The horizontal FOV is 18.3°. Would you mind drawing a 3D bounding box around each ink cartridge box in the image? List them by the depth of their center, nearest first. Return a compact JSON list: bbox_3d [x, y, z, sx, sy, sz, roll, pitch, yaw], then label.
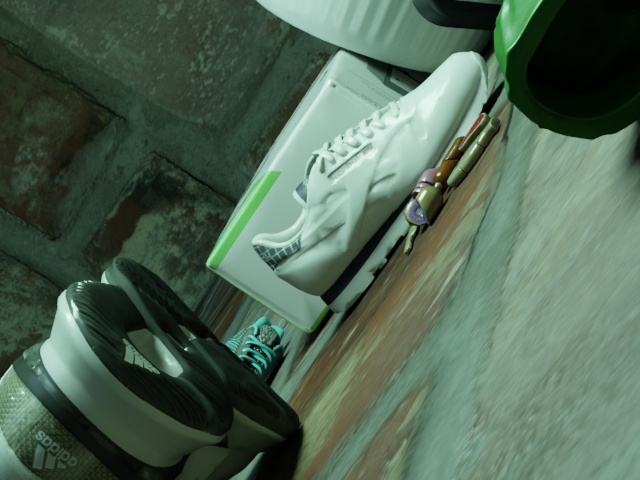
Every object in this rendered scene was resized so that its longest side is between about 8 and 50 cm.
[{"bbox_3d":[0.012,-0.063,1.774,0.198,0.114,0.273,-56,5,16],"label":"ink cartridge box"}]

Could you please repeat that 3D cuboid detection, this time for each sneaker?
[{"bbox_3d":[-0.170,0.156,1.325,0.257,0.169,0.447,-46,-8,3],"label":"sneaker"},{"bbox_3d":[0.044,-0.057,1.551,0.235,0.095,0.090,-55,3,9],"label":"sneaker"},{"bbox_3d":[-0.068,0.110,1.806,0.076,0.065,0.166,-52,7,11],"label":"sneaker"}]

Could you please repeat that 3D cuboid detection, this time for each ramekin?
[{"bbox_3d":[0.053,-0.253,1.812,0.273,0.272,0.127,-70,2,-72],"label":"ramekin"}]

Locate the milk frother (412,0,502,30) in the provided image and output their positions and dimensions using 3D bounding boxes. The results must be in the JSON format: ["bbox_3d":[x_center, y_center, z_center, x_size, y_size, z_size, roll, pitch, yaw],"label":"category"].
[{"bbox_3d":[0.138,-0.248,1.582,0.143,0.134,0.129,124,145,-54],"label":"milk frother"}]

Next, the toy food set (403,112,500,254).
[{"bbox_3d":[0.091,-0.050,1.454,0.122,0.019,0.078,-55,5,19],"label":"toy food set"}]

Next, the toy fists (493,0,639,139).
[{"bbox_3d":[0.178,-0.170,0.902,0.279,0.096,0.142,-53,16,26],"label":"toy fists"}]
